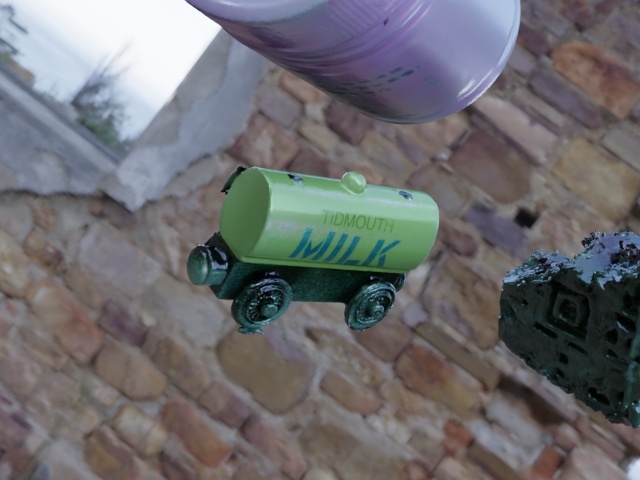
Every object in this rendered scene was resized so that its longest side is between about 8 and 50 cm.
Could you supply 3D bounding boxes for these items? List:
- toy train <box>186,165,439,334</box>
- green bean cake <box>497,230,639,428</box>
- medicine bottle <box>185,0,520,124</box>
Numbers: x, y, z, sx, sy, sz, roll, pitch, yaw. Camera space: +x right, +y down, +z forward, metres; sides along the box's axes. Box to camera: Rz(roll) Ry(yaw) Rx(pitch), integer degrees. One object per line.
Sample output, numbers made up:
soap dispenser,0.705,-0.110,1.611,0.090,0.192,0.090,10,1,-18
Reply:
toy train,0.000,0.000,0.999,0.253,0.157,0.105,5,35,-39
green bean cake,0.264,0.056,1.007,0.208,0.107,0.193,35,-43,46
medicine bottle,0.020,-0.164,0.623,0.152,0.152,0.254,37,8,20
